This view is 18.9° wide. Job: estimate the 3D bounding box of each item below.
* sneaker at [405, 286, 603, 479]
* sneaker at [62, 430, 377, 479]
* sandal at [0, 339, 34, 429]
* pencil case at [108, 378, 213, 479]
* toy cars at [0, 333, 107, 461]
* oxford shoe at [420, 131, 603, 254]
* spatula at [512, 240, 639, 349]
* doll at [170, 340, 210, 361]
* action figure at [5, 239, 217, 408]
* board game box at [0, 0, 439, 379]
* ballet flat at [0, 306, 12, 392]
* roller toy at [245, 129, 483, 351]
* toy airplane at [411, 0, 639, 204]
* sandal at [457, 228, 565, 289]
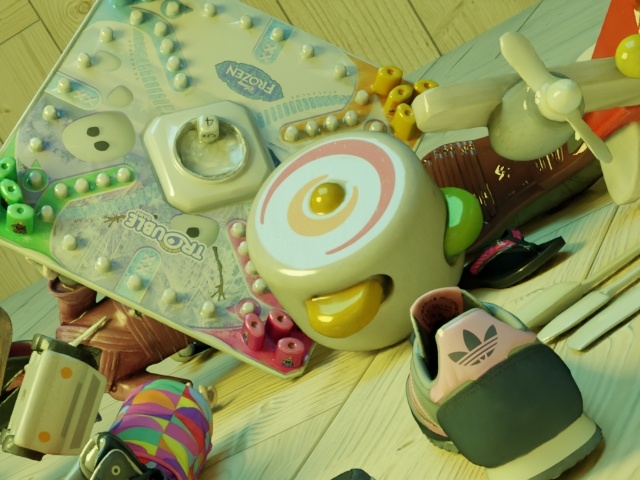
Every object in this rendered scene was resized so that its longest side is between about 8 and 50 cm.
[{"bbox_3d":[0.109,0.083,1.370,0.112,0.131,0.319,-33,8,-6],"label":"sneaker"},{"bbox_3d":[-0.079,0.184,1.355,0.226,0.163,0.086,-32,7,-13],"label":"sneaker"},{"bbox_3d":[-0.436,0.188,2.769,0.446,0.107,0.167,-31,8,5],"label":"sandal"},{"bbox_3d":[-0.152,0.201,1.747,0.104,0.104,0.236,-30,11,9],"label":"pencil case"},{"bbox_3d":[-0.249,0.208,1.681,0.176,0.087,0.394,-82,15,-46],"label":"toy cars"},{"bbox_3d":[0.208,-0.058,2.021,0.130,0.123,0.348,3,-23,-41],"label":"oxford shoe"},{"bbox_3d":[0.264,0.018,1.580,0.242,0.019,0.168,-34,8,-17],"label":"spatula"},{"bbox_3d":[-0.126,0.109,2.337,0.189,0.046,0.129,-23,11,44],"label":"doll"},{"bbox_3d":[-0.188,0.066,2.127,0.370,0.248,0.276,-31,6,-4],"label":"action figure"},{"bbox_3d":[-0.117,-0.097,2.034,0.390,0.390,0.050,-62,-5,-28],"label":"board game box"},{"bbox_3d":[-0.392,0.213,2.093,0.106,0.107,0.316,-6,-68,-76],"label":"ballet flat"},{"bbox_3d":[0.030,-0.002,1.859,0.191,0.146,0.209,25,69,43],"label":"roller toy"},{"bbox_3d":[0.314,-0.144,1.648,0.386,0.272,0.384,-35,-33,18],"label":"toy airplane"},{"bbox_3d":[0.169,0.016,1.846,0.067,0.040,0.179,-36,9,-25],"label":"sandal"}]
